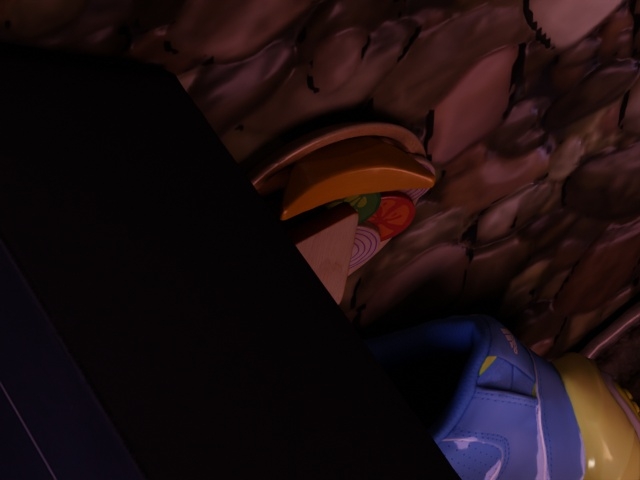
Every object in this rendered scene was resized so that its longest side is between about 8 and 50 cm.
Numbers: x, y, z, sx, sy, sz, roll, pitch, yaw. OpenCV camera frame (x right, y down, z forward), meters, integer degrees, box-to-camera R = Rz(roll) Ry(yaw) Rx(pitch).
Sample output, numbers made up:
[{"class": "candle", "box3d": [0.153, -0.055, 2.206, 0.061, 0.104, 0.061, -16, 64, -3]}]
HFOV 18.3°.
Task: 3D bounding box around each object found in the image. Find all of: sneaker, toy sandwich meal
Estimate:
[{"class": "sneaker", "box3d": [-0.007, 0.104, 0.689, 0.240, 0.091, 0.126, -39, 131, 7]}, {"class": "toy sandwich meal", "box3d": [0.000, 0.000, 0.582, 0.085, 0.029, 0.085, -25, 148, -17]}]

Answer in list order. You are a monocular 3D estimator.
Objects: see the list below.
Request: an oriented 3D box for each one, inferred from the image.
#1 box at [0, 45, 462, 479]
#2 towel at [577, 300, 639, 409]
[{"class": "box", "box3d": [-0.052, 0.107, 0.450, 0.103, 0.261, 0.184, 7, 129, -49]}, {"class": "towel", "box3d": [0.168, 0.068, 0.829, 0.282, 0.049, 0.187, -41, 149, 9]}]
